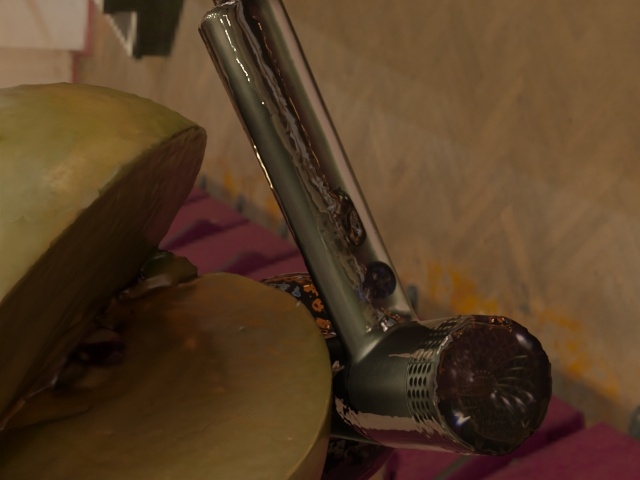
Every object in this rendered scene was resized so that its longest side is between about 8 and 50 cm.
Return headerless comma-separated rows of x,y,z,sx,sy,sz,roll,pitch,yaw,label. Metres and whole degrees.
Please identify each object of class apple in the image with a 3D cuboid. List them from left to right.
-0.134,0.067,0.563,0.254,0.292,0.292,-57,-17,-57,apple

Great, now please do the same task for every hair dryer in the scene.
0.010,-0.001,0.657,0.320,0.156,0.284,133,128,-68,hair dryer
